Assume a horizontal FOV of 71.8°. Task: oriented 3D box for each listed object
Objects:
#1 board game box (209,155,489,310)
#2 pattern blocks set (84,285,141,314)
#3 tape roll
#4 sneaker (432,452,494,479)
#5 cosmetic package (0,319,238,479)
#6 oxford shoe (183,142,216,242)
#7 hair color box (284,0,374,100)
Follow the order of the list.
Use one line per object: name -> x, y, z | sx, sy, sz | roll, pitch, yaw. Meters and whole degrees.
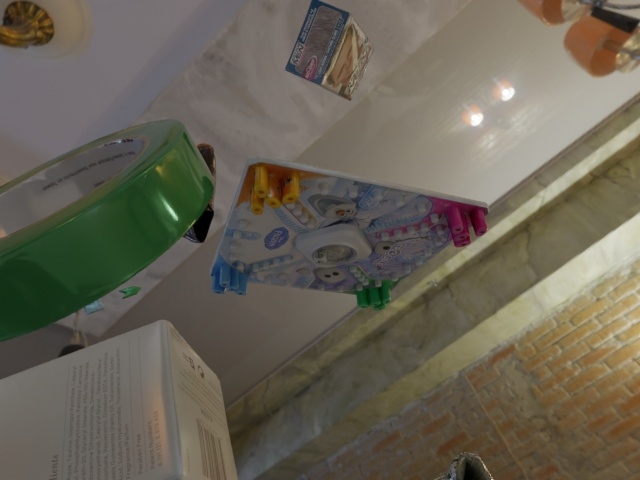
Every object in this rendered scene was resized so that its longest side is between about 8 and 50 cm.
board game box -> 0.025, 0.024, 0.786 | 0.391, 0.050, 0.390 | 9, -31, -18
pattern blocks set -> -0.652, 0.038, 1.268 | 0.026, 0.324, 0.285 | -37, -1, 44
tape roll -> -0.282, -0.030, 0.498 | 0.322, 0.321, 0.077 | -24, -59, -1
sneaker -> 0.220, 0.429, 0.487 | 0.158, 0.410, 0.181 | -13, -54, -11
cosmetic package -> -0.419, 0.430, 0.899 | 0.394, 0.327, 0.329 | -20, -40, -5
oxford shoe -> -0.315, -0.124, 1.197 | 0.097, 0.098, 0.271 | -3, -70, -43
hair color box -> 0.038, -0.488, 1.181 | 0.105, 0.347, 0.173 | 28, -73, 10
